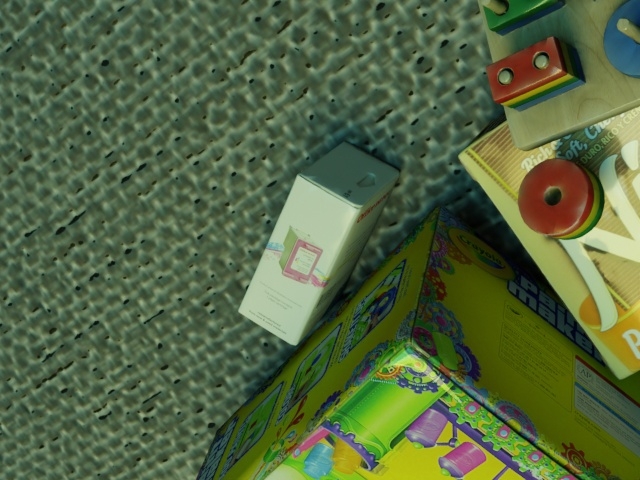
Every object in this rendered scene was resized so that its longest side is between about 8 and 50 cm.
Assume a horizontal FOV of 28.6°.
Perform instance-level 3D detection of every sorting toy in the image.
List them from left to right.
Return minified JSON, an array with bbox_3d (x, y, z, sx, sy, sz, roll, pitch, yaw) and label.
[{"bbox_3d":[0.148,-0.147,0.733,0.132,0.046,0.274,-21,70,33],"label":"sorting toy"}]

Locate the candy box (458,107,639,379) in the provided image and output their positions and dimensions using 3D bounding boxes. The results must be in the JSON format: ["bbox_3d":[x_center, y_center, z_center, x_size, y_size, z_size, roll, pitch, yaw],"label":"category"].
[{"bbox_3d":[0.265,-0.071,0.762,0.316,0.087,0.183,-34,94,29],"label":"candy box"}]

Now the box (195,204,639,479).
[{"bbox_3d":[0.094,0.188,0.852,0.290,0.177,0.279,38,120,-10],"label":"box"}]

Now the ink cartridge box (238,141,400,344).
[{"bbox_3d":[0.000,0.000,0.897,0.052,0.088,0.122,31,118,10],"label":"ink cartridge box"}]
